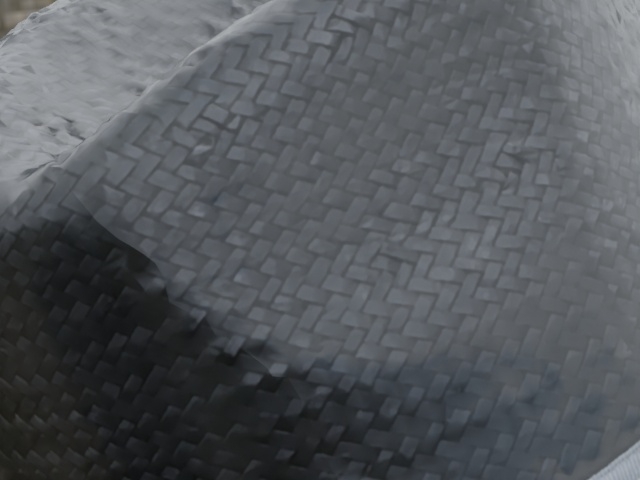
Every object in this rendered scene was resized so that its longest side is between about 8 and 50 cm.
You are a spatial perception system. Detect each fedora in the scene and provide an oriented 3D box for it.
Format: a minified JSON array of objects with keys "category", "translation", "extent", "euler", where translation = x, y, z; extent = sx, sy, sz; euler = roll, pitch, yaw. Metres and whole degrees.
[{"category":"fedora","translation":[0.000,0.000,0.477],"extent":[0.334,0.152,0.334],"euler":[-20,16,6]}]
